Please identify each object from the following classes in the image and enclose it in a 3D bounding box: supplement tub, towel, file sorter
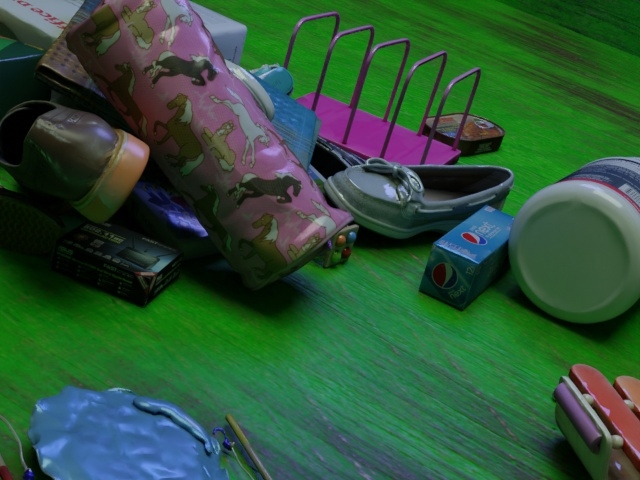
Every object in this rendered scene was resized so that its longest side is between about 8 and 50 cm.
[{"bbox_3d":[0.390,-0.010,1.579,0.191,0.191,0.272,27,26,23],"label":"supplement tub"},{"bbox_3d":[-0.174,-0.187,1.534,0.370,0.040,0.271,29,33,-11],"label":"towel"},{"bbox_3d":[0.093,-0.243,1.904,0.291,0.182,0.202,24,25,17],"label":"file sorter"}]

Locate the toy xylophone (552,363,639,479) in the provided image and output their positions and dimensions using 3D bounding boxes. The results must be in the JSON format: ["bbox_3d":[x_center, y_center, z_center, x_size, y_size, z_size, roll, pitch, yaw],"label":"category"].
[{"bbox_3d":[0.384,0.206,1.247,0.323,0.081,0.236,5,26,-26],"label":"toy xylophone"}]

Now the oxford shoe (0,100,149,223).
[{"bbox_3d":[-0.303,-0.109,1.301,0.133,0.130,0.364,33,-11,-24],"label":"oxford shoe"}]

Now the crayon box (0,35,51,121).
[{"bbox_3d":[-0.580,-0.218,1.456,0.363,0.106,0.313,19,22,27],"label":"crayon box"}]

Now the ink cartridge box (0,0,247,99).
[{"bbox_3d":[-0.344,-0.285,1.739,0.279,0.160,0.385,29,27,25],"label":"ink cartridge box"}]

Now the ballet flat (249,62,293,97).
[{"bbox_3d":[-0.137,-0.201,1.788,0.241,0.091,0.077,-31,7,-38],"label":"ballet flat"}]

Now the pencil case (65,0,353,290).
[{"bbox_3d":[-0.126,-0.123,1.341,0.167,0.160,0.386,-38,94,-37],"label":"pencil case"}]

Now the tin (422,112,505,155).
[{"bbox_3d":[0.255,-0.193,2.079,0.106,0.040,0.190,37,31,30],"label":"tin"}]

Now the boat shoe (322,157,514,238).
[{"bbox_3d":[0.142,-0.070,1.624,0.320,0.103,0.118,6,34,-37],"label":"boat shoe"}]

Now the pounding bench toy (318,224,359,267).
[{"bbox_3d":[0.000,0.000,1.479,0.065,0.052,0.083,31,28,28],"label":"pounding bench toy"}]

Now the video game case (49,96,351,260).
[{"bbox_3d":[-0.154,-0.101,1.546,0.329,0.036,0.300,-12,49,-47],"label":"video game case"}]

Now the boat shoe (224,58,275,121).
[{"bbox_3d":[-0.167,-0.201,1.466,0.227,0.079,0.081,34,52,-6],"label":"boat shoe"}]

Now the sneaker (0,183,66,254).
[{"bbox_3d":[-0.372,-0.044,1.316,0.186,0.069,0.084,17,29,0],"label":"sneaker"}]

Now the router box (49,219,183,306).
[{"bbox_3d":[-0.228,0.022,1.303,0.122,0.038,0.092,21,24,9],"label":"router box"}]

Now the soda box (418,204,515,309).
[{"bbox_3d":[0.208,0.019,1.548,0.067,0.071,0.210,25,25,20],"label":"soda box"}]

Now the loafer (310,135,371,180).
[{"bbox_3d":[-0.025,-0.126,1.705,0.223,0.076,0.078,25,17,10],"label":"loafer"}]

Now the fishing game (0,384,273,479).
[{"bbox_3d":[-0.167,0.186,0.992,0.264,0.041,0.189,7,25,-39],"label":"fishing game"}]
